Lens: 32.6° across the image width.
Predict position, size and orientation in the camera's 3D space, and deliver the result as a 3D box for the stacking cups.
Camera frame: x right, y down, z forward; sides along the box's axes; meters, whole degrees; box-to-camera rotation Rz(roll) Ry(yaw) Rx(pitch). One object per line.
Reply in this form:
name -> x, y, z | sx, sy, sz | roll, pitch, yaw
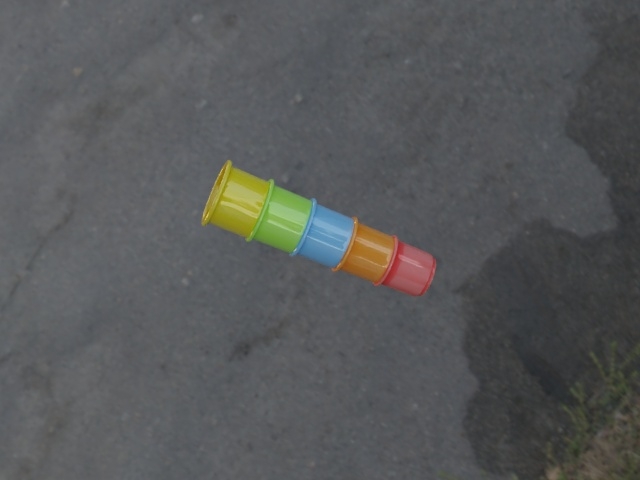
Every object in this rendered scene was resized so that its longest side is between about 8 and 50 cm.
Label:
stacking cups -> 0.000, 0.000, 1.471 | 0.096, 0.316, 0.096 | -60, 13, 23
